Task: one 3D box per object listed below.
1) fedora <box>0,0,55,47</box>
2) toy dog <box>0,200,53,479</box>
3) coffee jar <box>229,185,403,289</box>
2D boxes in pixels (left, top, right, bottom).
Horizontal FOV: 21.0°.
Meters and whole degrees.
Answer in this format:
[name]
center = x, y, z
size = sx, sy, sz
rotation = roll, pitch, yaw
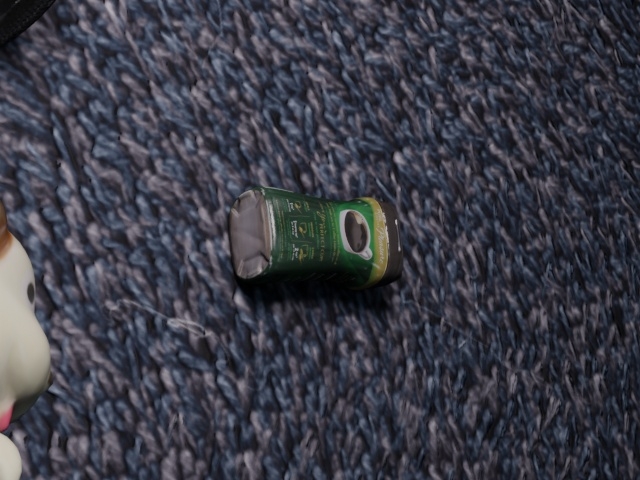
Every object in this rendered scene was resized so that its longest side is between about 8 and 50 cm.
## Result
[fedora]
center = -0.346, -0.316, 1.482
size = 0.334, 0.152, 0.334
rotation = -20, 132, -24
[toy dog]
center = -0.393, 0.115, 1.332
size = 0.395, 0.285, 0.408
rotation = 40, 47, 23
[coffee jar]
center = 0.000, 0.000, 1.771
size = 0.184, 0.079, 0.096
rotation = 5, 72, -37
